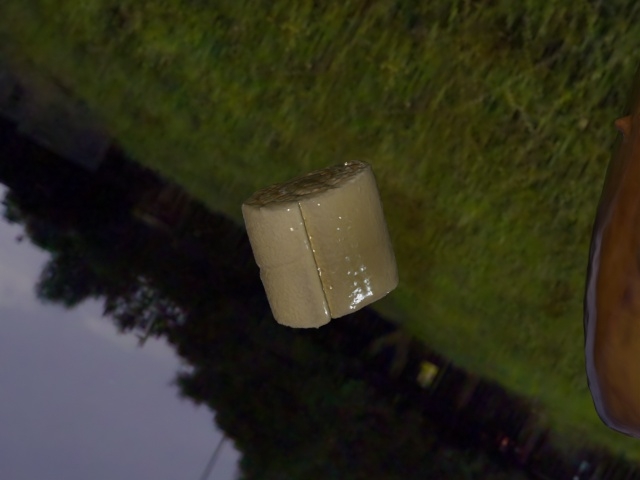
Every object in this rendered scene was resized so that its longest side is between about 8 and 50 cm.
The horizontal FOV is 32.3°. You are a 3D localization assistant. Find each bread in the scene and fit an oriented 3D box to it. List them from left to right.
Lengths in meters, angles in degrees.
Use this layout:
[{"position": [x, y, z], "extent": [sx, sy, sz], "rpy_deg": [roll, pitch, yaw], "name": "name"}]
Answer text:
[{"position": [0.000, 0.000, 1.180], "extent": [0.134, 0.148, 0.141], "rpy_deg": [16, 125, 55], "name": "bread"}]

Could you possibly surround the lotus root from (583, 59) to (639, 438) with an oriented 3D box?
[{"position": [0.264, 0.019, 0.469], "extent": [0.316, 0.250, 0.316], "rpy_deg": [22, -168, -5], "name": "lotus root"}]
